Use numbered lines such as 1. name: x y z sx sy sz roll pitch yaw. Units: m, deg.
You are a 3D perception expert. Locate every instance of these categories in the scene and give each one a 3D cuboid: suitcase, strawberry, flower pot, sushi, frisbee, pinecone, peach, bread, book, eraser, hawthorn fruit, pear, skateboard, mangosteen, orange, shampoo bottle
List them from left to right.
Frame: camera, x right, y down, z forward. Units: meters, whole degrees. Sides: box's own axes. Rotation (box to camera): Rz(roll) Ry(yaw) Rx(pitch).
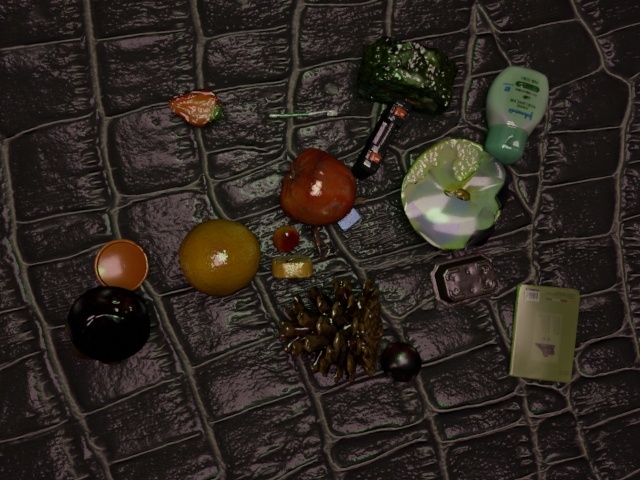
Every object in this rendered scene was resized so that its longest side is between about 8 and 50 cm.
1. mangosteen: -0.718 0.299 1.705 0.287 0.233 0.288 -9 109 -25
2. frisbee: -0.706 0.091 1.810 0.191 0.035 0.192 0 88 -4
3. strawberry: -0.434 -0.474 1.828 0.192 0.085 0.141 -23 97 1
4. orange: -0.339 0.056 1.727 0.273 0.274 0.275 0 88 -4
5. peach: -0.124 -0.007 1.825 0.100 0.101 0.101 0 88 -4
6. bread: -0.102 0.088 1.813 0.149 0.122 0.073 -2 100 -1
7. skateboard: 0.000 0.000 1.860 0.080 0.067 0.152 -16 95 -15
8. hawthorn fruit: 0.020 -0.169 1.774 0.307 0.276 0.276 19 86 -17
9. pinecone: 0.036 0.294 1.730 0.383 0.384 0.385 0 88 -4
10. eraser: 0.100 -0.082 1.880 0.084 0.027 0.063 -40 92 -5
11. suitcase: 0.212 -0.357 1.809 0.066 0.206 0.286 29 87 -7
12. mangosteen: 0.292 0.430 1.828 0.152 0.152 0.153 0 88 -4
13. sushi: 0.306 -0.577 1.784 0.351 0.294 0.178 12 91 -5
14. pear: 0.467 -0.160 1.840 0.398 0.165 0.400 0 88 -4
15. flower pot: 0.542 0.146 1.876 0.250 0.084 0.179 -13 88 -4
16. shampoo bottle: 0.708 -0.449 1.878 0.221 0.151 0.350 17 87 -5
17. book: 0.842 0.347 1.915 0.238 0.035 0.353 7 88 -2

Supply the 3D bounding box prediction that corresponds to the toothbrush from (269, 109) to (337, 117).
1. toothbrush: -0.063 -0.469 1.888 0.256 0.018 0.024 -3 94 -5
